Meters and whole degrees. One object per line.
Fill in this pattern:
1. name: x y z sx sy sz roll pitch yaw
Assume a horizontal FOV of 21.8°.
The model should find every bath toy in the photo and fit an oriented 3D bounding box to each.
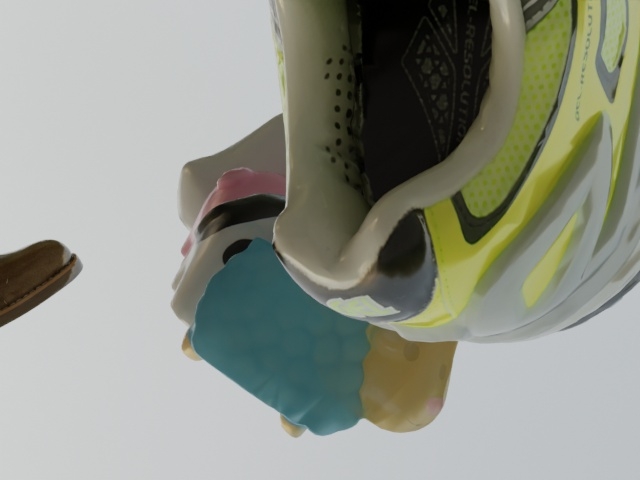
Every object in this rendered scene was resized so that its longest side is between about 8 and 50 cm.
1. bath toy: 0.000 0.000 0.943 0.151 0.348 0.129 37 -82 -15

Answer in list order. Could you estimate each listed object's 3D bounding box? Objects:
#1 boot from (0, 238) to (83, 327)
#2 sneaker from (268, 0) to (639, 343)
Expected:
1. boot: -0.347 0.039 1.345 0.305 0.112 0.115 -18 -81 -12
2. sneaker: 0.054 -0.153 0.522 0.145 0.147 0.385 0 -85 31
